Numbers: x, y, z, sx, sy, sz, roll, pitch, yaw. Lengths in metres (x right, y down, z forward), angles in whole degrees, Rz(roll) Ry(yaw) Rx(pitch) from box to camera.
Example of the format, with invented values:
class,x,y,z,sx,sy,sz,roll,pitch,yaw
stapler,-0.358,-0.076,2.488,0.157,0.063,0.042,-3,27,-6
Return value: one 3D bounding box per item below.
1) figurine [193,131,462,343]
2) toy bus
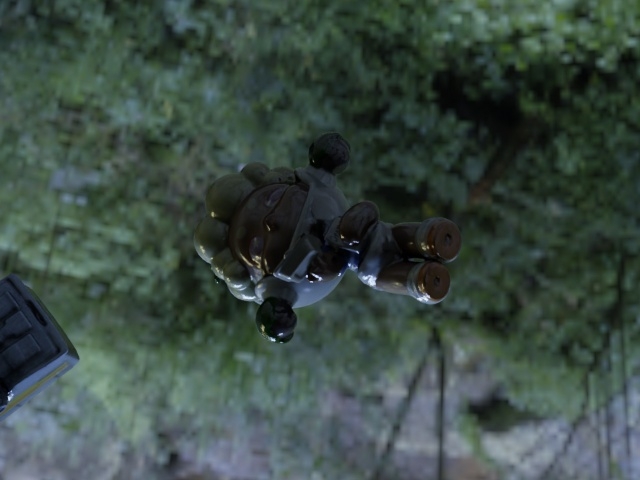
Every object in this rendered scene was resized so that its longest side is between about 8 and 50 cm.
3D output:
class,x,y,z,sx,sy,sz,roll,pitch,yaw
figurine,-0.001,0.000,1.246,0.093,0.147,0.197,27,165,-37
toy bus,-0.222,0.096,1.027,0.190,0.064,0.075,-37,171,0
